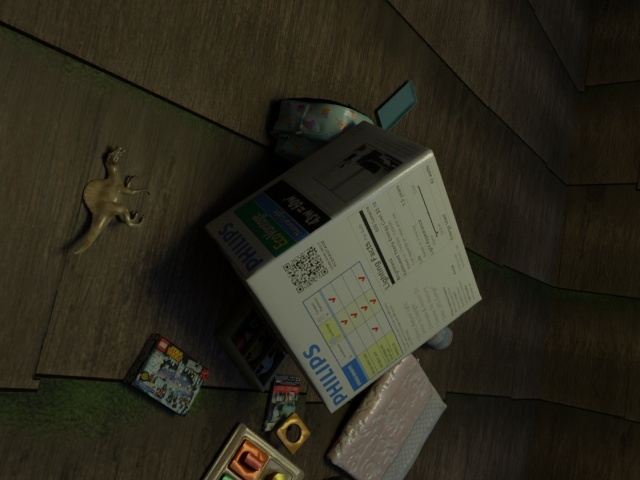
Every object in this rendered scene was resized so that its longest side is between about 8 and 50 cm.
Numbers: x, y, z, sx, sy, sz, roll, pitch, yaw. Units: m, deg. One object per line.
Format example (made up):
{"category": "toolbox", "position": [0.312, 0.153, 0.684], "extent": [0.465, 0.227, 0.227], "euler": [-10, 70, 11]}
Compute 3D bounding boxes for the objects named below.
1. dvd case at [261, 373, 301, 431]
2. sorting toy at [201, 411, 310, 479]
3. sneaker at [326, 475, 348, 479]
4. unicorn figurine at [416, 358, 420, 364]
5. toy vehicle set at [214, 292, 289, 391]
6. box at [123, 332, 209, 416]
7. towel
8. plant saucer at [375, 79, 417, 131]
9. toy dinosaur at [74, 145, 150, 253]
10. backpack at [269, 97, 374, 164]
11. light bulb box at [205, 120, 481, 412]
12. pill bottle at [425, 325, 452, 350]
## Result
{"category": "dvd case", "position": [-0.083, 0.350, 1.245], "extent": [0.087, 0.013, 0.119], "euler": [20, 77, -50]}
{"category": "sorting toy", "position": [-0.131, 0.483, 1.124], "extent": [0.196, 0.047, 0.348], "euler": [45, 57, -16]}
{"category": "sneaker", "position": [-0.005, 0.584, 1.312], "extent": [0.296, 0.104, 0.147], "euler": [54, 34, -25]}
{"category": "unicorn figurine", "position": [0.222, 0.402, 1.593], "extent": [0.111, 0.060, 0.162], "euler": [-13, 112, -41]}
{"category": "toy vehicle set", "position": [-0.092, 0.153, 1.195], "extent": [0.267, 0.035, 0.166], "euler": [-53, 131, -34]}
{"category": "box", "position": [-0.262, 0.234, 0.999], "extent": [0.137, 0.027, 0.094], "euler": [50, 55, -41]}
{"category": "towel", "position": [0.189, 0.491, 1.511], "extent": [0.332, 0.053, 0.317], "euler": [-53, 131, -18]}
{"category": "plant saucer", "position": [0.200, -0.352, 1.520], "extent": [0.192, 0.018, 0.067], "euler": [-48, 128, -38]}
{"category": "toy dinosaur", "position": [-0.322, -0.050, 0.890], "extent": [0.092, 0.053, 0.183], "euler": [24, 67, -34]}
{"category": "backpack", "position": [0.008, -0.208, 1.160], "extent": [0.166, 0.188, 0.144], "euler": [20, 78, -51]}
{"category": "light bulb box", "position": [0.051, 0.043, 1.047], "extent": [0.361, 0.225, 0.358], "euler": [-34, 124, -11]}
{"category": "pill bottle", "position": [0.312, 0.257, 1.668], "extent": [0.160, 0.087, 0.087], "euler": [36, 67, -46]}
